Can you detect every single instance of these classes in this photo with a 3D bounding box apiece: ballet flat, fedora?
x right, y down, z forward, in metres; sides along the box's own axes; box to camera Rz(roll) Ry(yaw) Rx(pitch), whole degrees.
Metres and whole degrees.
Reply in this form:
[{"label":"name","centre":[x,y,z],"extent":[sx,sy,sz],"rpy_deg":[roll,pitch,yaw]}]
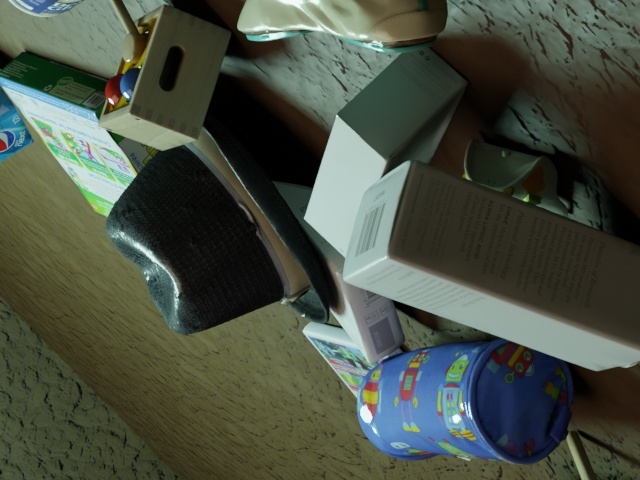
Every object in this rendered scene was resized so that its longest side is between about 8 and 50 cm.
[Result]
[{"label":"ballet flat","centre":[0.010,-0.192,1.258],"extent":[0.248,0.086,0.086],"rpy_deg":[14,145,54]},{"label":"fedora","centre":[-0.130,-0.003,1.739],"extent":[0.334,0.152,0.334],"rpy_deg":[52,169,15]}]

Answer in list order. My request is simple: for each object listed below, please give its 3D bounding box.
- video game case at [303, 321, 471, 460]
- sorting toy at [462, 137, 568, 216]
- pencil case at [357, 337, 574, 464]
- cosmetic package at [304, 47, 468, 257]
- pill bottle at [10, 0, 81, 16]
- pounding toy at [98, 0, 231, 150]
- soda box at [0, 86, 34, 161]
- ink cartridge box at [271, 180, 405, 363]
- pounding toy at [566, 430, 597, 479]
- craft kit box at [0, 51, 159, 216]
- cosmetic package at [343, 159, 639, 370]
[{"label":"video game case","centre":[0.082,0.177,1.978],"extent":[0.183,0.023,0.201],"rpy_deg":[52,161,-22]},{"label":"sorting toy","centre":[0.160,-0.041,1.323],"extent":[0.075,0.045,0.083],"rpy_deg":[34,172,-38]},{"label":"pencil case","centre":[0.144,0.165,1.661],"extent":[0.133,0.119,0.306],"rpy_deg":[29,165,-14]},{"label":"cosmetic package","centre":[0.048,-0.072,1.383],"extent":[0.060,0.099,0.239],"rpy_deg":[41,161,8]},{"label":"pill bottle","centre":[-0.246,-0.271,1.578],"extent":[0.094,0.094,0.169],"rpy_deg":[49,162,-14]},{"label":"pounding toy","centre":[-0.161,-0.171,1.581],"extent":[0.100,0.141,0.130],"rpy_deg":[20,170,-21]},{"label":"soda box","centre":[-0.455,-0.194,2.157],"extent":[0.210,0.067,0.071],"rpy_deg":[51,168,34]},{"label":"ink cartridge box","centre":[0.000,0.000,1.755],"extent":[0.225,0.056,0.181],"rpy_deg":[54,171,36]},{"label":"pounding toy","centre":[0.295,0.287,1.693],"extent":[0.154,0.155,0.269],"rpy_deg":[18,176,-11]},{"label":"craft kit box","centre":[-0.260,-0.106,2.038],"extent":[0.250,0.061,0.247],"rpy_deg":[23,150,48]},{"label":"cosmetic package","centre":[0.146,0.023,1.271],"extent":[0.231,0.086,0.117],"rpy_deg":[19,166,-13]}]
